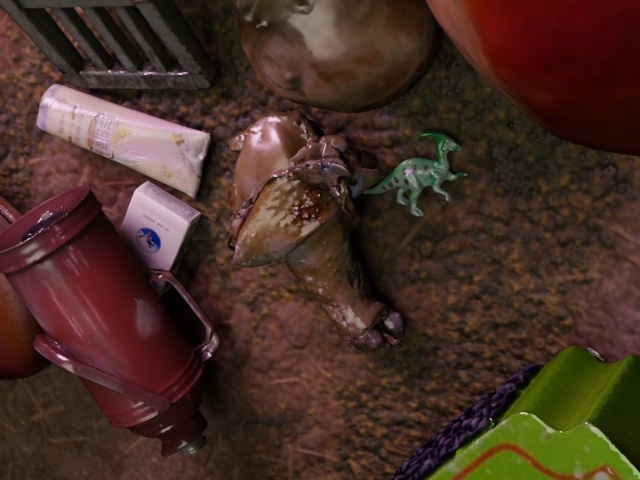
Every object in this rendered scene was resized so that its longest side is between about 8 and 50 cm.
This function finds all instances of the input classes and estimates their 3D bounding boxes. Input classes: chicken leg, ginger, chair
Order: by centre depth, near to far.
[{"bbox_3d":[-0.014,-0.262,0.683,0.256,0.176,0.375,4,110,-24],"label":"ginger"},{"bbox_3d":[-0.166,-0.235,0.819,0.136,0.147,0.270,4,158,25],"label":"chair"},{"bbox_3d":[-0.007,-0.001,0.873,0.125,0.080,0.196,3,119,22],"label":"chicken leg"}]

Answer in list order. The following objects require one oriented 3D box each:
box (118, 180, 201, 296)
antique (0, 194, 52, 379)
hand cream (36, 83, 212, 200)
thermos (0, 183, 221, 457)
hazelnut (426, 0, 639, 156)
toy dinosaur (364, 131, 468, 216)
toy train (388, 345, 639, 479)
[{"bbox_3d":[-0.136,0.000,0.962,0.054,0.024,0.083,32,123,9],"label":"box"},{"bbox_3d":[-0.350,0.048,1.016,0.278,0.129,0.223,12,117,21],"label":"antique"},{"bbox_3d":[-0.155,-0.080,0.928,0.143,0.039,0.061,21,120,9],"label":"hand cream"},{"bbox_3d":[-0.156,0.074,0.939,0.124,0.099,0.232,-36,109,-10],"label":"thermos"},{"bbox_3d":[0.195,-0.210,0.516,0.365,0.366,0.366,10,117,20],"label":"hazelnut"},{"bbox_3d":[0.065,-0.051,0.850,0.083,0.021,0.062,14,118,16],"label":"toy dinosaur"},{"bbox_3d":[0.174,0.227,0.851,0.249,0.173,0.307,48,123,8],"label":"toy train"}]
